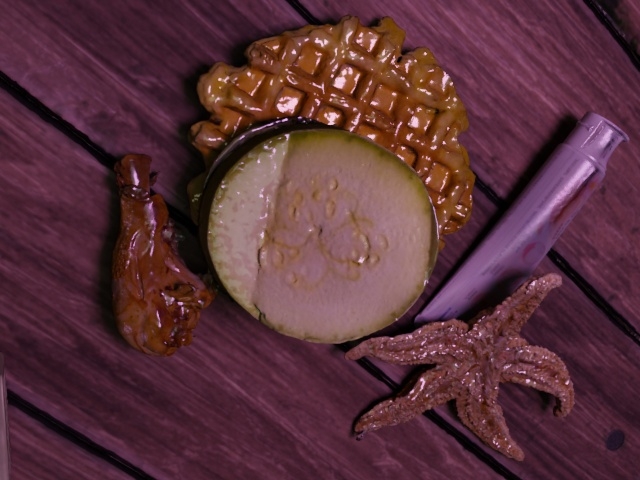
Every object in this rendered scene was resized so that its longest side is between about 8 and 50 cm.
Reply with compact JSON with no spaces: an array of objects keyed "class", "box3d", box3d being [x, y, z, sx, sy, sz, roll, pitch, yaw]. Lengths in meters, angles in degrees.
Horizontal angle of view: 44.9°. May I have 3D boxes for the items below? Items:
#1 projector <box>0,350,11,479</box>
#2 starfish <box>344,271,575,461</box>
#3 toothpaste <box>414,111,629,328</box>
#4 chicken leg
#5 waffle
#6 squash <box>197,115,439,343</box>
[{"class":"projector","box3d":[-0.431,0.173,0.709,0.270,0.088,0.193,-3,105,-19]},{"class":"starfish","box3d":[0.171,0.160,0.928,0.303,0.060,0.299,-4,123,-10]},{"class":"toothpaste","box3d":[0.240,-0.004,0.921,0.100,0.066,0.323,33,98,-25]},{"class":"chicken leg","box3d":[-0.161,0.016,0.774,0.101,0.085,0.207,-5,97,16]},{"class":"waffle","box3d":[0.016,-0.077,0.826,0.325,0.068,0.302,-22,107,-12]},{"class":"squash","box3d":[-0.012,-0.005,0.735,0.220,0.133,0.220,-2,104,-8]}]
